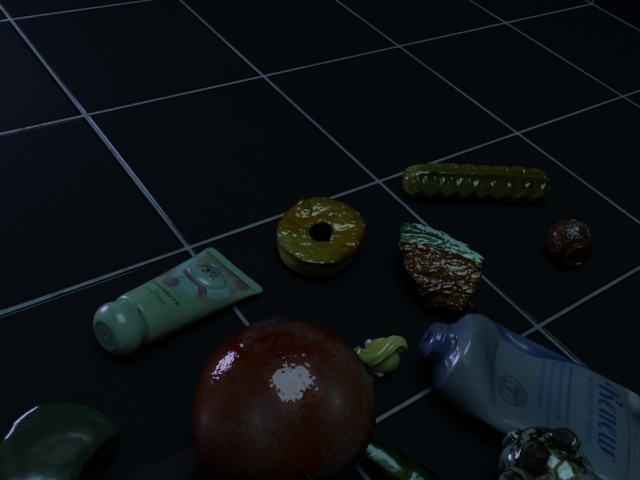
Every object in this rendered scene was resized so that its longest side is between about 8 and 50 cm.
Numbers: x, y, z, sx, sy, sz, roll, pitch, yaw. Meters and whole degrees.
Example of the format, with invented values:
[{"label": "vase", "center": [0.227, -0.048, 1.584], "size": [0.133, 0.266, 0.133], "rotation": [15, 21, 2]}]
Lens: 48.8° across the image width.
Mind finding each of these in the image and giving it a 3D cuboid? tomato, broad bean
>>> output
[{"label": "tomato", "center": [-0.055, 0.232, 1.004], "size": [0.265, 0.265, 0.265], "rotation": [7, 42, -6]}, {"label": "broad bean", "center": [0.161, 0.382, 1.018], "size": [0.144, 0.049, 0.292], "rotation": [31, 6, -37]}]

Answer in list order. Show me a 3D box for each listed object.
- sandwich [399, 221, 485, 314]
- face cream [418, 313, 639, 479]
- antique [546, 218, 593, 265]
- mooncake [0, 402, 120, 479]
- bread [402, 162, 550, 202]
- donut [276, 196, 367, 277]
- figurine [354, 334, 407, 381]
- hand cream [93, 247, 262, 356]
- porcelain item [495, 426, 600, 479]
[{"label": "sandwich", "center": [0.223, 0.061, 1.393], "size": [0.184, 0.109, 0.160], "rotation": [22, 63, 8]}, {"label": "face cream", "center": [0.364, 0.264, 1.214], "size": [0.420, 0.137, 0.235], "rotation": [27, 41, -1]}, {"label": "antique", "center": [0.539, -0.001, 1.527], "size": [0.104, 0.104, 0.104], "rotation": [7, 42, -6]}, {"label": "mooncake", "center": [-0.357, 0.312, 0.973], "size": [0.175, 0.104, 0.168], "rotation": [-26, 51, -37]}, {"label": "bread", "center": [0.368, -0.134, 1.651], "size": [0.367, 0.077, 0.084], "rotation": [1, 39, -11]}, {"label": "donut", "center": [-0.001, 0.000, 1.419], "size": [0.174, 0.075, 0.190], "rotation": [20, 47, 7]}, {"label": "figurine", "center": [0.061, 0.212, 1.208], "size": [0.187, 0.083, 0.083], "rotation": [-14, 47, -13]}, {"label": "hand cream", "center": [-0.253, 0.105, 1.246], "size": [0.147, 0.093, 0.306], "rotation": [36, 38, 23]}, {"label": "porcelain item", "center": [0.381, 0.397, 1.018], "size": [0.138, 0.186, 0.288], "rotation": [-42, 42, -7]}]
